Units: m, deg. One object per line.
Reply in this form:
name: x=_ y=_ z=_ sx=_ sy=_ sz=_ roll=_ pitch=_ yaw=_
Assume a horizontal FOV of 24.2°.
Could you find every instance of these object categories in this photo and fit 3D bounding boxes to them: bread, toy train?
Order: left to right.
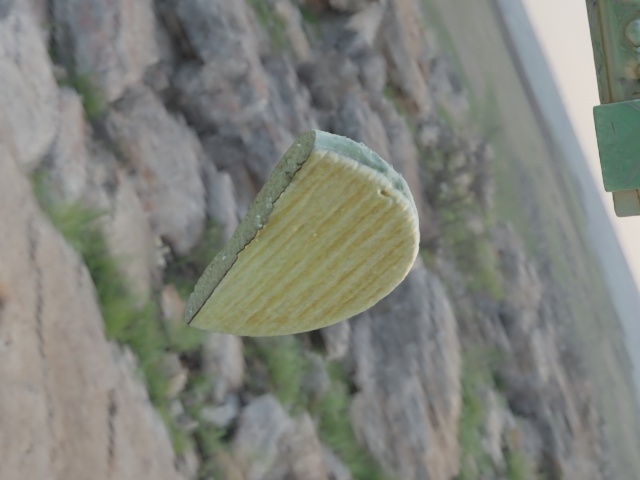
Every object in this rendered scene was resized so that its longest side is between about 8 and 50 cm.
bread: x=0.002 y=0.003 z=0.927 sx=0.112 sy=0.193 sz=0.036 roll=15 pitch=49 yaw=-21
toy train: x=0.187 y=-0.108 z=0.828 sx=0.125 sy=0.080 sz=0.194 roll=-19 pitch=100 yaw=-67
